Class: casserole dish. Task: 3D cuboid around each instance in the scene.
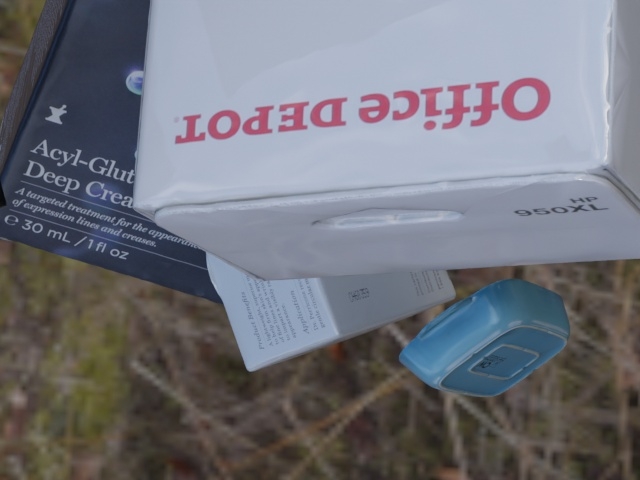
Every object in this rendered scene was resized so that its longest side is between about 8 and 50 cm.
[{"bbox_3d":[0.135,0.082,1.508,0.114,0.188,0.037,-38,67,15],"label":"casserole dish"}]

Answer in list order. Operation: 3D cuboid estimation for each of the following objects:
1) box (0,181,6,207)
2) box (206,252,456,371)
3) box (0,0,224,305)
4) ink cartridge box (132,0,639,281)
[{"bbox_3d":[-0.460,-0.013,1.618,0.257,0.322,0.079,-15,90,30],"label":"box"},{"bbox_3d":[0.000,0.000,1.710,0.119,0.182,0.181,-22,86,40],"label":"box"},{"bbox_3d":[-0.125,-0.168,1.877,0.212,0.293,0.395,-92,24,-53],"label":"box"},{"bbox_3d":[0.062,-0.186,1.140,0.285,0.166,0.395,-4,71,26],"label":"ink cartridge box"}]
